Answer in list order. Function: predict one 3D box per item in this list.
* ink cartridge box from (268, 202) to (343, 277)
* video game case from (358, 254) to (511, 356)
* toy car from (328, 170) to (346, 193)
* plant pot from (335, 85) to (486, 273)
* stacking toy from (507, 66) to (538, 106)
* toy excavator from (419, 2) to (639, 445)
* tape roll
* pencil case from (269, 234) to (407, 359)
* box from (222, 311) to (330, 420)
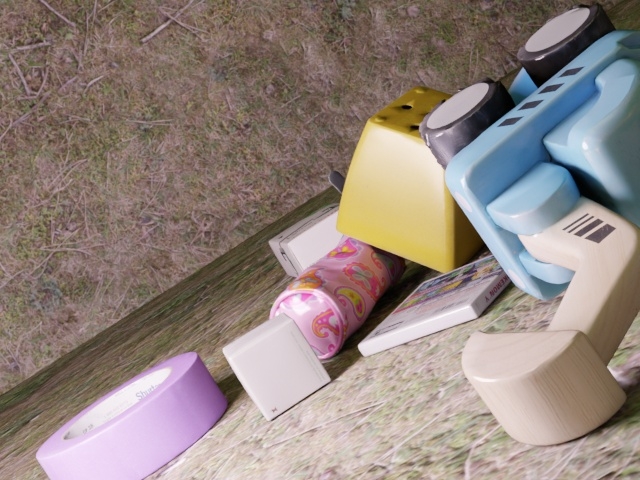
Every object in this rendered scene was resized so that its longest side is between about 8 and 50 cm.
[{"bbox_3d":[0.000,0.000,2.502,0.160,0.092,0.219,-33,7,-10],"label":"ink cartridge box"},{"bbox_3d":[0.167,0.077,1.627,0.201,0.023,0.183,-25,10,43],"label":"video game case"},{"bbox_3d":[0.100,-0.062,2.144,0.155,0.188,0.149,-35,8,-26],"label":"toy car"},{"bbox_3d":[0.165,-0.106,1.853,0.212,0.187,0.212,22,41,30],"label":"plant pot"},{"bbox_3d":[0.416,-0.197,2.025,0.165,0.175,0.302,-61,-20,18],"label":"stacking toy"},{"bbox_3d":[0.256,-0.030,1.209,0.433,0.222,0.445,-39,19,-8],"label":"toy excavator"},{"bbox_3d":[-0.275,0.274,1.820,0.275,0.090,0.275,-30,8,5],"label":"tape roll"},{"bbox_3d":[0.032,0.074,1.840,0.124,0.124,0.284,-27,8,28],"label":"pencil case"},{"bbox_3d":[-0.059,0.164,1.637,0.102,0.101,0.087,-32,8,-6],"label":"box"}]
